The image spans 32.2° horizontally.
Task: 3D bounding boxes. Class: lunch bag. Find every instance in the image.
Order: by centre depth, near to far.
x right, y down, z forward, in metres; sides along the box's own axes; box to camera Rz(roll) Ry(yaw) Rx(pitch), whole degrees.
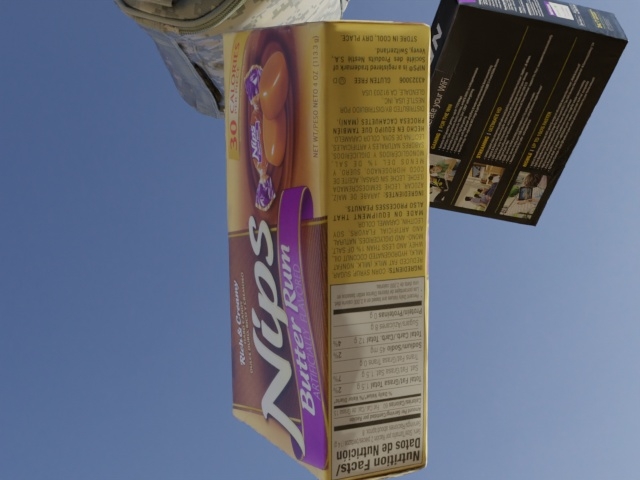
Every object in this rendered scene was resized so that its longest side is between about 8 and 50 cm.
[{"bbox_3d":[-0.082,-0.265,1.028,0.213,0.256,0.305,20,-7,9],"label":"lunch bag"}]

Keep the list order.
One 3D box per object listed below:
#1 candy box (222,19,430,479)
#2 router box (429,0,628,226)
[{"bbox_3d":[0.000,0.000,0.489,0.053,0.109,0.186,-3,-81,-26],"label":"candy box"},{"bbox_3d":[0.134,-0.100,0.846,0.133,0.046,0.179,10,-52,-13],"label":"router box"}]
